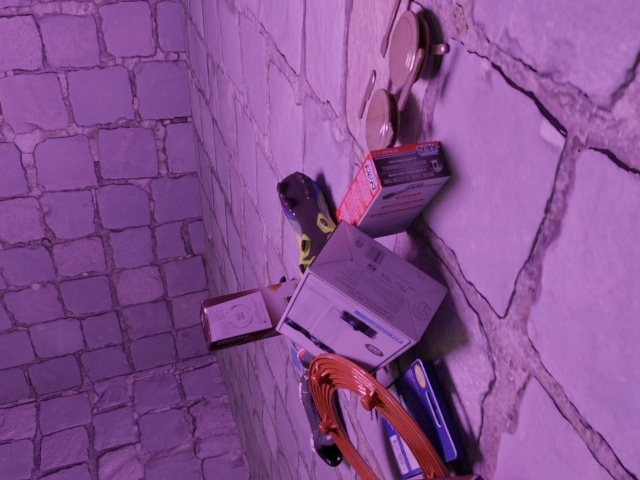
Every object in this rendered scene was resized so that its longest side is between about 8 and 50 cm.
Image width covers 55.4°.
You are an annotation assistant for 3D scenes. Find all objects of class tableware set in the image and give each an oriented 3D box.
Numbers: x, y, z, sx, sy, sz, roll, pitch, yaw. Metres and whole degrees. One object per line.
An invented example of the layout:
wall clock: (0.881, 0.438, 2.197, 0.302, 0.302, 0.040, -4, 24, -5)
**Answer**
tableware set: (0.098, -0.186, 0.751, 0.194, 0.039, 0.128, 108, 159, -48)

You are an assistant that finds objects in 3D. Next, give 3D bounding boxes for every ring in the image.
ring: (0.082, 0.323, 0.931, 0.336, 0.032, 0.337, 42, 150, 31)

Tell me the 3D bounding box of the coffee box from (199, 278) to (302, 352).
coffee box: (-0.142, 0.170, 1.385, 0.141, 0.246, 0.098, 122, 134, -65)

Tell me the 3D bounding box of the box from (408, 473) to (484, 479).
box: (0.090, 0.421, 0.779, 0.143, 0.191, 0.381, 50, 151, 7)

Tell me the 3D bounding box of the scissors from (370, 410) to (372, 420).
scissors: (0.083, 0.187, 1.055, 0.109, 0.021, 0.298, -173, 75, -70)

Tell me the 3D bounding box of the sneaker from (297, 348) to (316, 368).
sneaker: (-0.009, 0.258, 1.338, 0.065, 0.061, 0.158, 62, 157, 28)

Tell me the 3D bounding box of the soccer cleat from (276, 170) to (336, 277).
soccer cleat: (0.001, -0.001, 1.120, 0.121, 0.093, 0.289, 43, -158, -56)

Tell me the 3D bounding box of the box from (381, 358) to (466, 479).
box: (0.143, 0.260, 0.880, 0.225, 0.036, 0.137, 110, 144, -61)

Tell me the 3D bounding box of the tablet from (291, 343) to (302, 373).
tablet: (-0.063, 0.316, 1.633, 0.083, 0.006, 0.054, -145, 46, -65)

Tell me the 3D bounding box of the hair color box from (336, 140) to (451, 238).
hair color box: (0.086, -0.057, 0.773, 0.167, 0.093, 0.054, 121, 135, -65)

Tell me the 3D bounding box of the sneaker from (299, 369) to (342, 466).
sneaker: (0.012, 0.392, 1.328, 0.106, 0.078, 0.235, -147, 44, -63)

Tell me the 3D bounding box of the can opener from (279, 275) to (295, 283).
can opener: (-0.088, 0.163, 1.544, 0.073, 0.059, 0.186, -80, 4, -52)

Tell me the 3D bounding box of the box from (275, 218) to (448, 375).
box: (0.044, 0.104, 0.877, 0.169, 0.087, 0.290, 34, 154, 2)
